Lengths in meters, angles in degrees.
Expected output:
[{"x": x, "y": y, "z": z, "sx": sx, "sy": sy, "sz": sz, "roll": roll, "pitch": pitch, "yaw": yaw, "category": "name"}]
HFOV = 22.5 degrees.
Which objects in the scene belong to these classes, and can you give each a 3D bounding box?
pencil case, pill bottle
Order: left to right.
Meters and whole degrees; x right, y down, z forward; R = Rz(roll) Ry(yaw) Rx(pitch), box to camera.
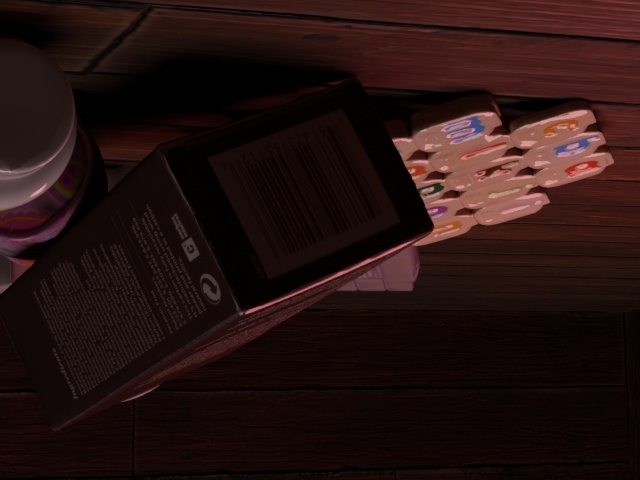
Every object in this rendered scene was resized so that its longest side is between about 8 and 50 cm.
[{"x": -0.234, "y": -0.071, "z": 1.068, "sx": 0.117, "sy": 0.117, "sz": 0.215, "roll": 2, "pitch": 174, "yaw": -26, "category": "pill bottle"}, {"x": -0.242, "y": -0.046, "z": 1.350, "sx": 0.124, "sy": 0.124, "sz": 0.284, "roll": 0, "pitch": 173, "yaw": -4, "category": "pencil case"}]

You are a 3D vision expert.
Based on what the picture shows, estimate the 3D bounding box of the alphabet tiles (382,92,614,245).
[{"x": 0.108, "y": -0.056, "z": 1.390, "sx": 0.278, "sy": 0.021, "sz": 0.284, "roll": -17, "pitch": 160, "yaw": 13, "category": "alphabet tiles"}]

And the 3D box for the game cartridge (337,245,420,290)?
[{"x": 0.000, "y": 0.000, "z": 1.924, "sx": 0.230, "sy": 0.068, "sz": 0.355, "roll": -4, "pitch": 166, "yaw": 4, "category": "game cartridge"}]

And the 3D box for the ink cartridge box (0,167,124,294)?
[{"x": -0.293, "y": -0.006, "z": 1.634, "sx": 0.128, "sy": 0.127, "sz": 0.176, "roll": 4, "pitch": 172, "yaw": -36, "category": "ink cartridge box"}]

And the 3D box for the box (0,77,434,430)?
[{"x": -0.099, "y": 0.021, "z": 1.288, "sx": 0.191, "sy": 0.143, "sz": 0.381, "roll": -23, "pitch": 172, "yaw": -35, "category": "box"}]
